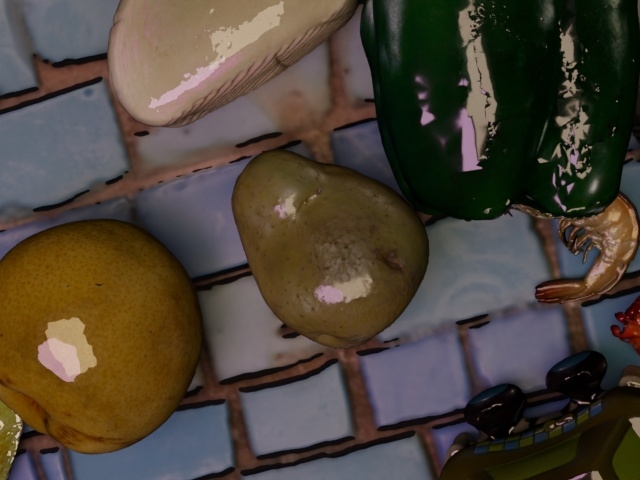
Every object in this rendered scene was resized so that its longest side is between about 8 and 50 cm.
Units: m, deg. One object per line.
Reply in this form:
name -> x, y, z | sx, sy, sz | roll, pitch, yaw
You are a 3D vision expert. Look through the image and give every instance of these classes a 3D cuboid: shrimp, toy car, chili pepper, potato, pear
shrimp -> 0.205, -0.006, 1.291 | 0.178, 0.034, 0.124 | 13, 104, 1
toy car -> 0.215, 0.229, 1.217 | 0.247, 0.198, 0.204 | -26, 94, 21
chili pepper -> 0.153, -0.140, 1.167 | 0.233, 0.248, 0.257 | -6, 89, 4
potato -> 0.000, 0.000, 1.250 | 0.194, 0.157, 0.157 | 44, 98, 1
pear -> -0.204, 0.078, 1.253 | 0.208, 0.209, 0.209 | 0, 96, 5

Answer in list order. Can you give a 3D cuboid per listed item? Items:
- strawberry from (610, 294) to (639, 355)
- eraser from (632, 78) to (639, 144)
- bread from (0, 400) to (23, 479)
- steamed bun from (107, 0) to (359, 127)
strawberry -> 0.340, 0.089, 1.239 | 0.145, 0.145, 0.086 | 42, 85, 0
eraser -> 0.383, -0.024, 1.209 | 0.101, 0.155, 0.332 | -34, 92, 5
bread -> -0.397, 0.190, 1.361 | 0.228, 0.033, 0.229 | 0, 94, 5
steamed bun -> -0.089, -0.207, 1.226 | 0.238, 0.170, 0.153 | -30, 89, 4
